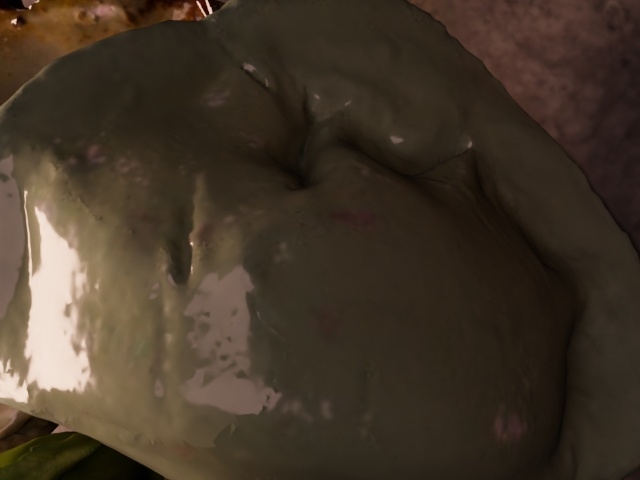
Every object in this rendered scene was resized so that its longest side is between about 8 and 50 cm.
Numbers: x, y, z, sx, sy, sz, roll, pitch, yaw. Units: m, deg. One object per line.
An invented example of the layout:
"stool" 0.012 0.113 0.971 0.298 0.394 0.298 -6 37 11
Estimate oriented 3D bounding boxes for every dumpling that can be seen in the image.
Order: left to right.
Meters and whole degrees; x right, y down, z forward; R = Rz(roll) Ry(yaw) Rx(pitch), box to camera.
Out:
"dumpling" -0.014 0.026 0.646 0.212 0.320 0.270 -42 51 35

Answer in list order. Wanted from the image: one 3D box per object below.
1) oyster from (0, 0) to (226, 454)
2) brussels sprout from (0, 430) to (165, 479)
"oyster" -0.149 0.009 0.788 0.221 0.096 0.361 23 97 16
"brussels sprout" -0.145 0.255 0.709 0.259 0.227 0.294 22 90 28
